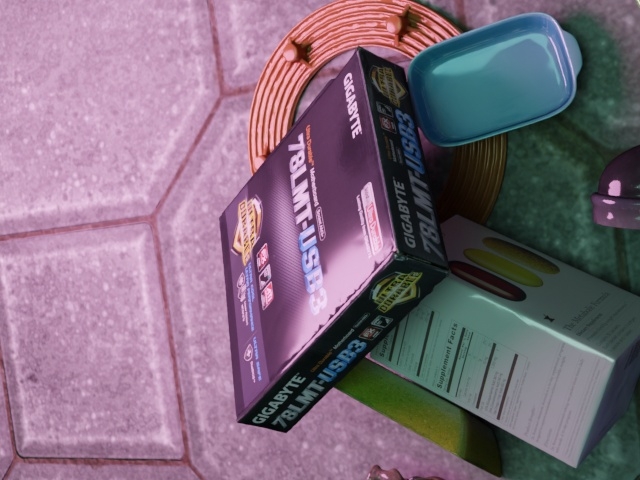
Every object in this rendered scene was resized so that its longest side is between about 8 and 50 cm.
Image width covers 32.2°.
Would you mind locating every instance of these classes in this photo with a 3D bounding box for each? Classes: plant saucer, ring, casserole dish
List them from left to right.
[{"bbox_3d":[0.051,-0.112,1.269,0.337,0.032,0.336,5,99,32],"label":"ring"},{"bbox_3d":[0.105,0.183,1.199,0.188,0.188,0.045,26,83,27],"label":"plant saucer"},{"bbox_3d":[0.180,-0.164,1.156,0.188,0.037,0.114,-17,81,18],"label":"casserole dish"}]

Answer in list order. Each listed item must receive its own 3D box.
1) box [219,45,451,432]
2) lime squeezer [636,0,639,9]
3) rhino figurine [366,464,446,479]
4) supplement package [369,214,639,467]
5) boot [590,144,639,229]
[{"bbox_3d":[0.000,0.000,1.151,0.293,0.073,0.295,-49,35,38],"label":"box"},{"bbox_3d":[0.398,-0.142,1.036,0.310,0.059,0.109,33,112,25],"label":"lime squeezer"},{"bbox_3d":[0.116,0.376,1.265,0.106,0.073,0.243,1,98,35],"label":"rhino figurine"},{"bbox_3d":[0.194,0.094,1.128,0.244,0.139,0.133,26,122,26],"label":"supplement package"},{"bbox_3d":[0.396,-0.237,0.918,0.367,0.146,0.445,-5,95,2],"label":"boot"}]
